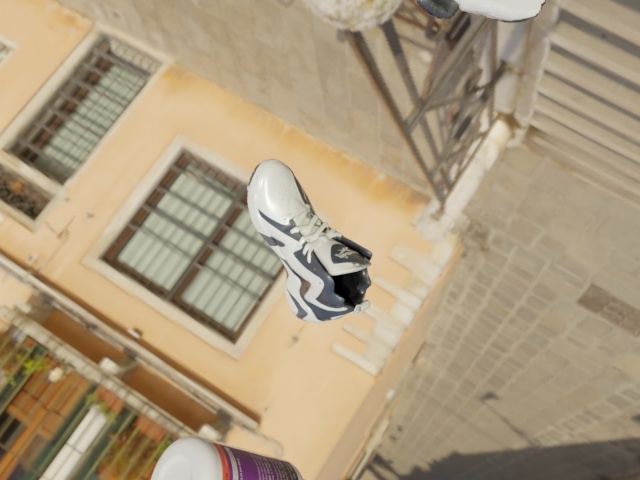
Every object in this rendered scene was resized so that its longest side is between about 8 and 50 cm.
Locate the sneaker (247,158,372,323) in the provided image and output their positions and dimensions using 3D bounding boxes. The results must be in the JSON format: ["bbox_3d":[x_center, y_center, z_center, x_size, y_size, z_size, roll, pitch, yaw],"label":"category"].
[{"bbox_3d":[0.000,0.000,1.054,0.153,0.094,0.235,-3,105,50],"label":"sneaker"}]

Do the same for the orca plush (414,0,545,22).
[{"bbox_3d":[0.099,-0.310,0.848,0.287,0.151,0.102,10,-175,-21],"label":"orca plush"}]

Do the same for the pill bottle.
[{"bbox_3d":[-0.153,0.490,1.543,0.323,0.182,0.181,28,171,-40],"label":"pill bottle"}]
